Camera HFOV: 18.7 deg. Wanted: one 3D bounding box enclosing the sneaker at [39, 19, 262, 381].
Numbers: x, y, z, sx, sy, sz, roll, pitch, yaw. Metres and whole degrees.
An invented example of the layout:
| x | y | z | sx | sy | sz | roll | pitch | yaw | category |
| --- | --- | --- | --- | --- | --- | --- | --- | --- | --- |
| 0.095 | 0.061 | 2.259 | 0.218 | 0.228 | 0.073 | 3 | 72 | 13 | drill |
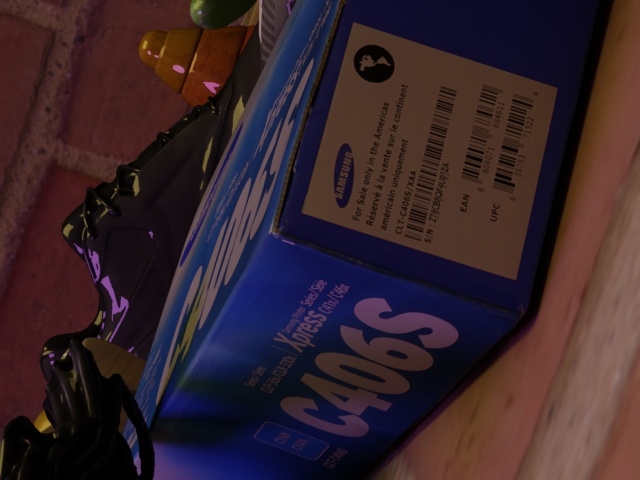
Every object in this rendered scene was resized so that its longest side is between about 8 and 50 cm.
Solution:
| x | y | z | sx | sy | sz | roll | pitch | yaw | category |
| --- | --- | --- | --- | --- | --- | --- | --- | --- | --- |
| -0.073 | -0.020 | 1.110 | 0.109 | 0.130 | 0.286 | -125 | 56 | -84 | sneaker |

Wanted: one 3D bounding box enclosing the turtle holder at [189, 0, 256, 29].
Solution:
| x | y | z | sx | sy | sz | roll | pitch | yaw | category |
| --- | --- | --- | --- | --- | --- | --- | --- | --- | --- |
| -0.063 | -0.276 | 1.064 | 0.243 | 0.227 | 0.320 | -53 | -16 | 14 | turtle holder |

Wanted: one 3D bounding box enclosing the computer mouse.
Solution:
| x | y | z | sx | sy | sz | roll | pitch | yaw | category |
| --- | --- | --- | --- | --- | --- | --- | --- | --- | --- |
| -0.068 | 0.180 | 0.608 | 0.188 | 0.072 | 0.272 | -102 | 18 | -79 | computer mouse |

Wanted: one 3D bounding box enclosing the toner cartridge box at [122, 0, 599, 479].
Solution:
| x | y | z | sx | sy | sz | roll | pitch | yaw | category |
| --- | --- | --- | --- | --- | --- | --- | --- | --- | --- |
| 0.000 | 0.000 | 0.685 | 0.348 | 0.075 | 0.165 | 123 | 166 | -64 | toner cartridge box |

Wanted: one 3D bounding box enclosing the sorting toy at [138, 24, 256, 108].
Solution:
| x | y | z | sx | sy | sz | roll | pitch | yaw | category |
| --- | --- | --- | --- | --- | --- | --- | --- | --- | --- |
| -0.028 | -0.202 | 1.285 | 0.127 | 0.126 | 0.365 | -78 | 9 | -49 | sorting toy |

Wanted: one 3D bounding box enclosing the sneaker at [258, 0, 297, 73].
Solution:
| x | y | z | sx | sy | sz | roll | pitch | yaw | category |
| --- | --- | --- | --- | --- | --- | --- | --- | --- | --- |
| 0.025 | -0.158 | 0.928 | 0.106 | 0.078 | 0.234 | -81 | 15 | -70 | sneaker |

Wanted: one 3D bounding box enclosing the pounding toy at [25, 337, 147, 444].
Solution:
| x | y | z | sx | sy | sz | roll | pitch | yaw | category |
| --- | --- | --- | --- | --- | --- | --- | --- | --- | --- |
| -0.133 | 0.174 | 0.924 | 0.269 | 0.154 | 0.155 | -83 | 15 | -64 | pounding toy |
